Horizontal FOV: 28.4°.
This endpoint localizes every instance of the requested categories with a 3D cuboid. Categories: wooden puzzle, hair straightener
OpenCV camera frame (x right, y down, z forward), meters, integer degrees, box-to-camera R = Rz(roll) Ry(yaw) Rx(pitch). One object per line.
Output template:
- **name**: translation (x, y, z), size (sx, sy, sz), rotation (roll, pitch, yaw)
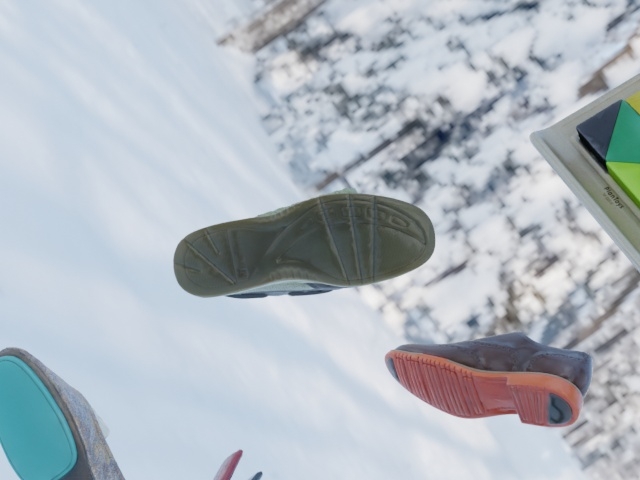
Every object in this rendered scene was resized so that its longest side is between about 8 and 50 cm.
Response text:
- **wooden puzzle**: translation (0.335, -0.088, 1.115), size (0.221, 0.239, 0.044), rotation (59, -4, 42)
- **hair straightener**: translation (-0.114, 0.356, 1.600), size (0.089, 0.047, 0.230), rotation (47, 22, -8)

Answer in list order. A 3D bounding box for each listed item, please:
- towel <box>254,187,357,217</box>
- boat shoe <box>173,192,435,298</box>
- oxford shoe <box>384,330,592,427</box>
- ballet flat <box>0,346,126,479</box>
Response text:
- **towel**: translation (0.000, 0.000, 1.419), size (0.110, 0.148, 0.027), rotation (57, -27, 24)
- **boat shoe**: translation (-0.012, 0.008, 1.090), size (0.073, 0.224, 0.080), rotation (31, 51, -82)
- **oxford shoe**: translation (0.212, 0.164, 1.598), size (0.271, 0.098, 0.097), rotation (9, -45, 30)
- **ballet flat**: translation (-0.260, 0.255, 1.376), size (0.316, 0.108, 0.106), rotation (64, 24, 3)
